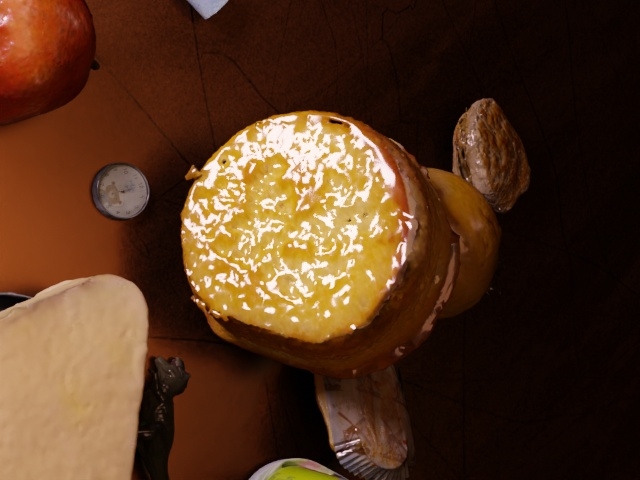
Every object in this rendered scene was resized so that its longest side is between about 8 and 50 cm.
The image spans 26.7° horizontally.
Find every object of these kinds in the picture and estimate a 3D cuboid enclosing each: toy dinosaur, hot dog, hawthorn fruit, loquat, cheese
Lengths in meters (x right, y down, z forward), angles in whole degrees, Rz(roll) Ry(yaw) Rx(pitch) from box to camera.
[{"bbox_3d":[-0.202,0.264,1.903,0.179,0.087,0.187,32,71,-23],"label":"toy dinosaur"},{"bbox_3d":[0.060,0.245,2.016,0.163,0.082,0.270,20,45,-34],"label":"hot dog"},{"bbox_3d":[-0.396,-0.261,1.775,0.261,0.224,0.224,-3,87,-54],"label":"hawthorn fruit"},{"bbox_3d":[0.177,0.007,2.077,0.244,0.244,0.244,3,84,-31],"label":"loquat"},{"bbox_3d":[-0.354,0.255,1.677,0.384,0.104,0.384,2,85,-31],"label":"cheese"}]

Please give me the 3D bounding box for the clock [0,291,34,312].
[{"bbox_3d":[-0.429,0.209,1.788,0.281,0.055,0.280,3,85,-31],"label":"clock"}]

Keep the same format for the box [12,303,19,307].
[{"bbox_3d":[-0.396,0.171,1.749,0.129,0.051,0.130,-43,108,-26],"label":"box"}]

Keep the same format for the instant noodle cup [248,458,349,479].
[{"bbox_3d":[0.041,0.460,1.903,0.294,0.308,0.294,3,83,-31],"label":"instant noodle cup"}]

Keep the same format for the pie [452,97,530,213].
[{"bbox_3d":[0.284,-0.139,2.241,0.163,0.079,0.193,-8,89,-41],"label":"pie"}]

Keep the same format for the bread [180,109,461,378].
[{"bbox_3d":[0.000,0.000,1.897,0.398,0.215,0.398,-2,80,12],"label":"bread"}]

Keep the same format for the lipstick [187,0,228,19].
[{"bbox_3d":[-0.238,-0.443,1.954,0.274,0.068,0.061,47,71,-20],"label":"lipstick"}]

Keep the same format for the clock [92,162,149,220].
[{"bbox_3d":[-0.284,-0.070,1.923,0.085,0.017,0.085,3,84,-31],"label":"clock"}]
